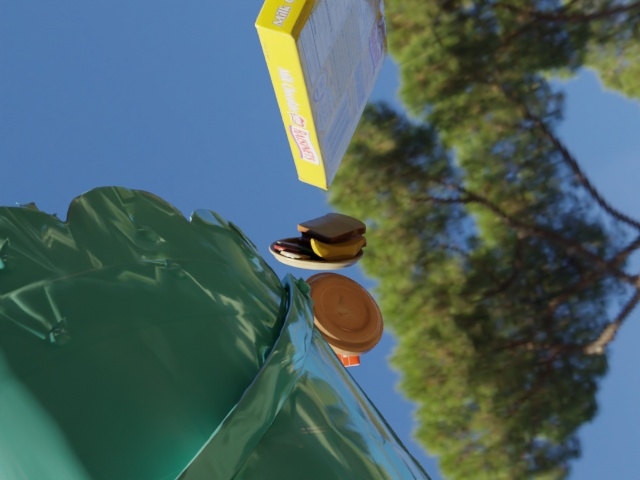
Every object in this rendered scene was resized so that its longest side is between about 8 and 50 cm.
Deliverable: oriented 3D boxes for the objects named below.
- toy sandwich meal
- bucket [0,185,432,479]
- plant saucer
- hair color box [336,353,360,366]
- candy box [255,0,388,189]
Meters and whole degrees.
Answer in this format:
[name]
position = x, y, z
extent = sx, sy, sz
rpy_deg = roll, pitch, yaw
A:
[toy sandwich meal]
position = 0.000, 0.000, 1.041
extent = 0.085, 0.085, 0.029
rpy_deg = -9, -70, -40
[bucket]
position = -0.081, 0.138, 0.502
extent = 0.281, 0.281, 0.183
rpy_deg = -7, -143, -40
[plant saucer]
position = 0.019, 0.062, 1.119
extent = 0.083, 0.013, 0.083
rpy_deg = 19, -135, -20
[hair color box]
position = -0.042, 0.116, 1.462
extent = 0.167, 0.093, 0.053
rpy_deg = -10, -77, 2
[candy box]
position = 0.006, -0.113, 0.732
extent = 0.027, 0.206, 0.105
rpy_deg = 18, -107, 11
